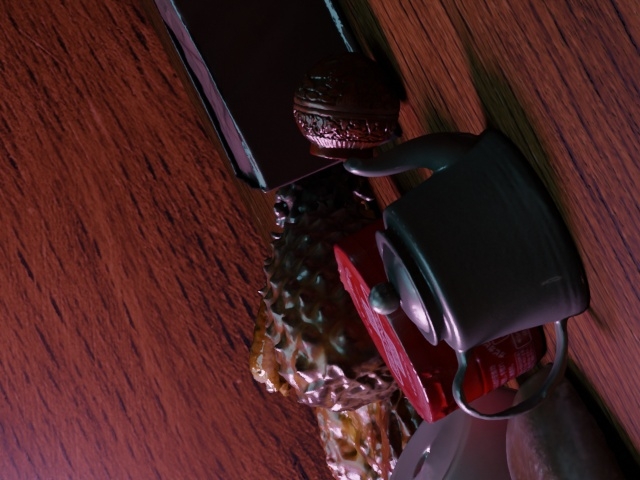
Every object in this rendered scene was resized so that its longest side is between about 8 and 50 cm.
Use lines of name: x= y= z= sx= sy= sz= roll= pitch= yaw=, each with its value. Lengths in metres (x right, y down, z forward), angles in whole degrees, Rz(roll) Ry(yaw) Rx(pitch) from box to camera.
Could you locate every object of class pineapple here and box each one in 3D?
pineapple: x=0.000 y=0.000 z=2.065 sx=0.175 sy=0.175 sz=0.361 roll=76 pitch=177 yaw=-64

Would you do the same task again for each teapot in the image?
teapot: x=0.109 y=0.026 z=1.533 sx=0.239 sy=0.149 sz=0.162 roll=63 pitch=172 yaw=-4

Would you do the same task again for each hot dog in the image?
hot dog: x=0.126 y=0.250 z=2.192 sx=0.387 sy=0.174 sz=0.267 roll=63 pitch=162 yaw=-6

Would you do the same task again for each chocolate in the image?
chocolate: x=0.226 y=0.233 z=1.697 sx=0.161 sy=0.083 sz=0.261 roll=70 pitch=173 yaw=-50

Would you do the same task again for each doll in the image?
doll: x=0.180 y=0.264 z=1.922 sx=0.221 sy=0.221 sz=0.251 roll=61 pitch=146 yaw=15

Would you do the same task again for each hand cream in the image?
hand cream: x=0.106 y=0.057 z=1.786 sx=0.193 sy=0.125 sz=0.193 roll=62 pitch=173 yaw=14

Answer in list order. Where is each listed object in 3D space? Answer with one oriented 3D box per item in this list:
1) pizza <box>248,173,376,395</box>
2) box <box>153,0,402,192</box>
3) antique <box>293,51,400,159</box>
pizza: x=0.008 y=0.084 z=2.297 sx=0.074 sy=0.251 sz=0.288 roll=19 pitch=154 yaw=32
box: x=-0.056 y=-0.187 z=1.955 sx=0.252 sy=0.153 sz=0.188 roll=65 pitch=173 yaw=-9
antique: x=0.025 y=-0.125 z=1.815 sx=0.104 sy=0.104 sz=0.104 roll=61 pitch=173 yaw=12
